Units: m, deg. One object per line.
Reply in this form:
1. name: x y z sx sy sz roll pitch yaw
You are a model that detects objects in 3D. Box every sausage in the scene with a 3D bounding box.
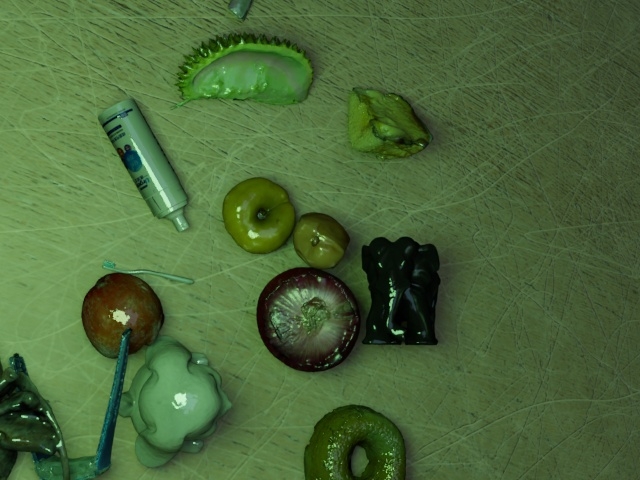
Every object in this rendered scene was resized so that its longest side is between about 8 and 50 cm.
1. sausage: 0.000 0.001 1.807 0.136 0.241 0.120 31 92 -4

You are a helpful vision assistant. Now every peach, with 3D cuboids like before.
1. peach: -0.139 -0.058 1.819 0.179 0.103 0.179 5 79 -28

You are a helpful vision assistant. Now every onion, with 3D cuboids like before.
1. onion: -0.030 0.182 1.807 0.248 0.161 0.247 6 72 -18

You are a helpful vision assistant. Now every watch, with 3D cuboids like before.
1. watch: -0.461 0.330 1.549 0.277 0.068 0.274 -14 87 16

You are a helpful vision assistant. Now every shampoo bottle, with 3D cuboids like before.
1. shampoo bottle: -0.374 -0.156 1.727 0.092 0.092 0.303 -31 97 -26

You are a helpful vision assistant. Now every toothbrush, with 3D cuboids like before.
1. toothbrush: -0.377 0.074 1.734 0.204 0.017 0.022 14 96 -23

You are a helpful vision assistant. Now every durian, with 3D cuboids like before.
1. durian: -0.169 -0.395 1.828 0.356 0.157 0.169 -8 103 -26

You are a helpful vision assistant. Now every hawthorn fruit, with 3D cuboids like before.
1. hawthorn fruit: -0.410 0.152 1.625 0.173 0.173 0.172 4 81 -25

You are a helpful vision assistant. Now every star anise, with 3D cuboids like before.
1. star anise: -0.624 0.342 1.497 0.316 0.139 0.359 0 101 14

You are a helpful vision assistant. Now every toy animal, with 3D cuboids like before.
1. toy animal: -0.298 0.331 1.598 0.206 0.265 0.271 9 81 -23

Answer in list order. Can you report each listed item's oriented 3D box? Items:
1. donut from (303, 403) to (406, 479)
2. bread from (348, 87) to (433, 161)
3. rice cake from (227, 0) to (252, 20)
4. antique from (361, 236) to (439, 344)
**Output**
1. donut: 0.094 0.520 1.849 0.272 0.107 0.271 5 79 -26
2. bread: 0.158 -0.265 1.974 0.174 0.133 0.251 5 37 -28
3. rice cake: -0.163 -0.654 1.921 0.055 0.049 0.269 22 75 -7
4. antique: 0.190 0.125 1.873 0.185 0.322 0.254 1 85 15
